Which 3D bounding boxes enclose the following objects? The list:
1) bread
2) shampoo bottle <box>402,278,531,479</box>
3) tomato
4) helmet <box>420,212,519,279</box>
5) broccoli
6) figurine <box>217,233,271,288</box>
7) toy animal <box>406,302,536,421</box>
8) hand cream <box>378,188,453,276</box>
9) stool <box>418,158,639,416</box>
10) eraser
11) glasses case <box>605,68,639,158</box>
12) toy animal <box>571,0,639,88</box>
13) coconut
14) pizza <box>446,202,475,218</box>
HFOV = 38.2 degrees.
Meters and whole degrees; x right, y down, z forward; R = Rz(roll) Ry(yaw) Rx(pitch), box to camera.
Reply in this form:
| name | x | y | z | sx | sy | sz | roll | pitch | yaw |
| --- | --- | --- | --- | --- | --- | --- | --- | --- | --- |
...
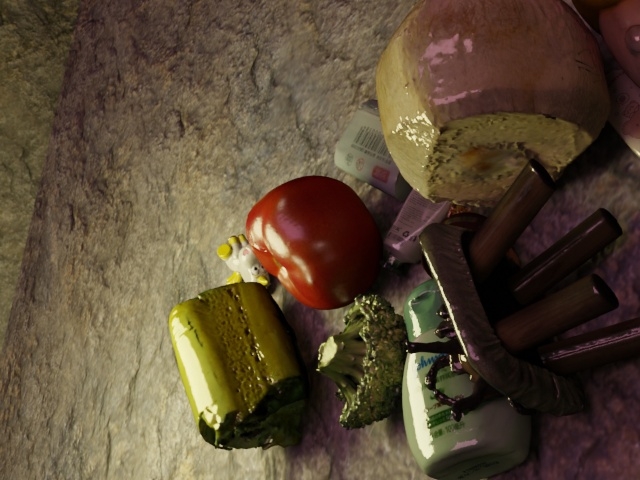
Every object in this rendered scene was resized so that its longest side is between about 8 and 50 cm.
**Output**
| name | x | y | z | sx | sy | sz | roll | pitch | yaw |
| --- | --- | --- | --- | --- | --- | --- | --- | --- | --- |
| bread | -0.170 | 0.265 | 1.952 | 0.208 | 0.251 | 0.376 | 92 | 158 | -46 |
| shampoo bottle | 0.233 | 0.222 | 1.584 | 0.222 | 0.151 | 0.349 | -30 | 50 | 32 |
| tomato | 0.000 | 0.000 | 1.885 | 0.226 | 0.298 | 0.299 | -39 | 34 | -20 |
| helmet | 0.276 | 0.005 | 1.670 | 0.175 | 0.155 | 0.106 | -8 | 42 | 29 |
| broccoli | 0.084 | 0.230 | 1.729 | 0.226 | 0.176 | 0.198 | -44 | 21 | -1 |
| figurine | -0.164 | 0.062 | 2.175 | 0.178 | 0.109 | 0.129 | 22 | 115 | 51 |
| toy animal | 0.234 | 0.194 | 1.452 | 0.148 | 0.084 | 0.232 | -32 | 51 | -4 |
| hand cream | 0.224 | -0.082 | 1.828 | 0.121 | 0.076 | 0.336 | 31 | 89 | 46 |
| stool | 0.345 | 0.074 | 1.410 | 0.226 | 0.310 | 0.310 | -41 | 47 | 27 |
| eraser | 0.143 | -0.194 | 1.953 | 0.174 | 0.081 | 0.227 | -59 | 38 | 3 |
| glasses case | 0.527 | -0.211 | 1.550 | 0.081 | 0.051 | 0.204 | -47 | 43 | 23 |
| toy animal | 0.545 | -0.418 | 1.486 | 0.247 | 0.277 | 0.345 | -33 | 45 | 16 |
| coconut | 0.283 | -0.284 | 1.607 | 0.405 | 0.405 | 0.404 | -25 | 54 | 39 |
| pizza | 0.266 | -0.034 | 1.756 | 0.100 | 0.029 | 0.099 | -42 | 58 | 23 |
